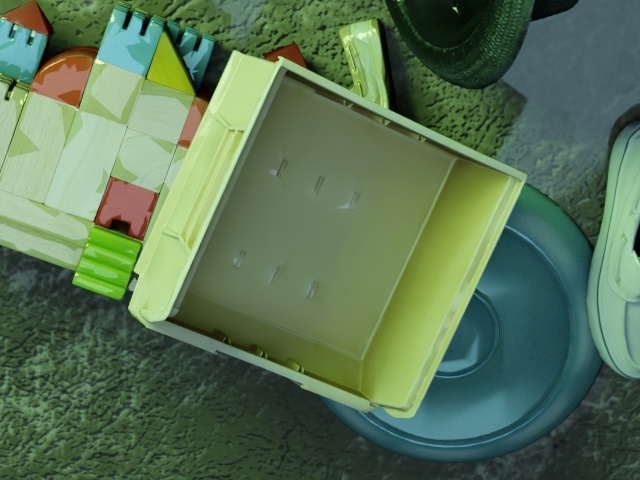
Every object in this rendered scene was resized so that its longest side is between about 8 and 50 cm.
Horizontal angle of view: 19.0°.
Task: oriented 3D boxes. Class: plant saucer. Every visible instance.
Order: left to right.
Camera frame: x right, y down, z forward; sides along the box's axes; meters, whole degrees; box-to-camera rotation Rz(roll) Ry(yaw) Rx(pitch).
[{"bbox_3d":[0.124,0.082,1.866,0.318,0.043,0.317,2,109,6],"label":"plant saucer"}]

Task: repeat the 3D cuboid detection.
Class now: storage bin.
[{"bbox_3d":[0.000,0.000,1.698,0.262,0.123,0.260,23,93,-26],"label":"storage bin"}]

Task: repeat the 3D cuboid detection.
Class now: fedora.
[{"bbox_3d":[0.161,-0.302,1.636,0.153,0.334,0.334,-11,112,-22],"label":"fedora"}]

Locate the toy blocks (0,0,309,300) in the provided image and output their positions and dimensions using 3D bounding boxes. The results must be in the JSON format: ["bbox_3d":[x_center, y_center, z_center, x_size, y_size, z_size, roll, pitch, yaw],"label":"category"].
[{"bbox_3d":[-0.181,-0.100,1.771,0.381,0.191,0.260,19,101,-7],"label":"toy blocks"}]

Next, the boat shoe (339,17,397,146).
[{"bbox_3d":[0.045,-0.140,1.793,0.045,0.050,0.135,-6,99,12],"label":"boat shoe"}]

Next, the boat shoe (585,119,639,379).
[{"bbox_3d":[0.307,0.018,1.787,0.095,0.084,0.258,-9,111,-15],"label":"boat shoe"}]
